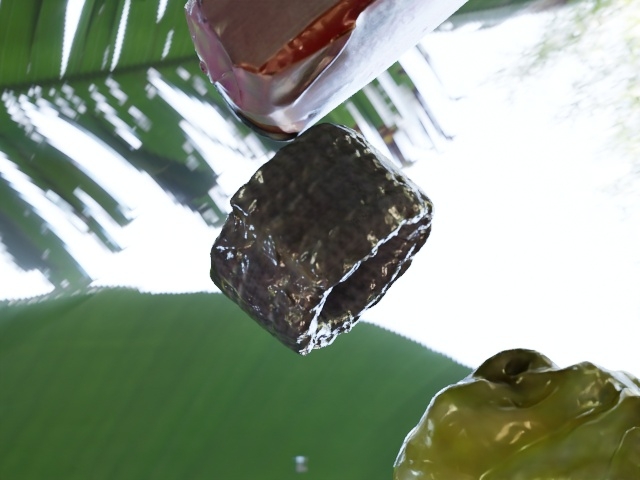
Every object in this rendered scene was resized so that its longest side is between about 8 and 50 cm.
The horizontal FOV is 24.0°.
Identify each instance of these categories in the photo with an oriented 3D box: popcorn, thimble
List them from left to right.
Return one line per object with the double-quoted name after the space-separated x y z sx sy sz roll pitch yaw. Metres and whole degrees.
0.002 -0.001 1.057 0.150 0.150 0.098 -42 -108 -17 "thimble"
0.213 0.214 1.033 0.312 0.312 0.312 2 -98 -16 "popcorn"

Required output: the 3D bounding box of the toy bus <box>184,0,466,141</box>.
0.036 -0.210 1.117 0.303 0.147 0.127 -38 -104 3 "toy bus"
